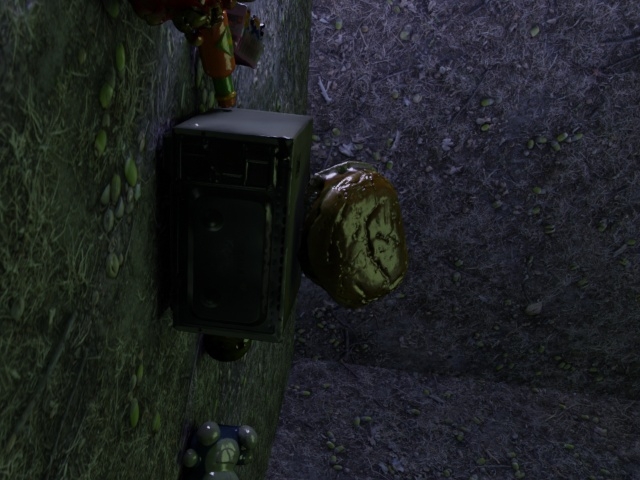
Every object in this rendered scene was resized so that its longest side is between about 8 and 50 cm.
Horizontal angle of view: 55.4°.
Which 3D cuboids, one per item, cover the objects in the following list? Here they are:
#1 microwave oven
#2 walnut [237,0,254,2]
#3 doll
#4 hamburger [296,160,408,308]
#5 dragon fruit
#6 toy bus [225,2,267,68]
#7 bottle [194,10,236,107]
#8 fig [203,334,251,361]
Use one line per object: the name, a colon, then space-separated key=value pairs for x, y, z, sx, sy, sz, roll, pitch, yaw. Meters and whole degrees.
microwave oven: x=-0.161 y=-0.050 z=1.226 sx=0.333 sy=0.247 sz=0.394 roll=-68 pitch=164 yaw=-70
walnut: x=-0.145 y=-0.521 z=0.983 sx=0.261 sy=0.225 sz=0.225 roll=70 pitch=24 yaw=-52
doll: x=-0.265 y=0.583 z=1.504 sx=0.228 sy=0.154 sz=0.258 roll=25 pitch=60 yaw=-51
hamburger: x=0.077 y=-0.011 z=1.236 sx=0.134 sy=0.265 sz=0.284 roll=14 pitch=-58 yaw=51
dragon fruit: x=-0.192 y=-0.355 z=0.800 sx=0.166 sy=0.172 sz=0.160 roll=-36 pitch=164 yaw=-48
toy bus: x=-0.185 y=-0.455 z=1.349 sx=0.274 sy=0.090 sz=0.112 roll=-61 pitch=164 yaw=-80
bottle: x=-0.202 y=-0.356 z=1.206 sx=0.069 sy=0.069 sz=0.187 roll=-77 pitch=163 yaw=-56
fig: x=-0.238 y=0.253 z=1.566 sx=0.156 sy=0.123 sz=0.123 roll=120 pitch=-21 yaw=-76
